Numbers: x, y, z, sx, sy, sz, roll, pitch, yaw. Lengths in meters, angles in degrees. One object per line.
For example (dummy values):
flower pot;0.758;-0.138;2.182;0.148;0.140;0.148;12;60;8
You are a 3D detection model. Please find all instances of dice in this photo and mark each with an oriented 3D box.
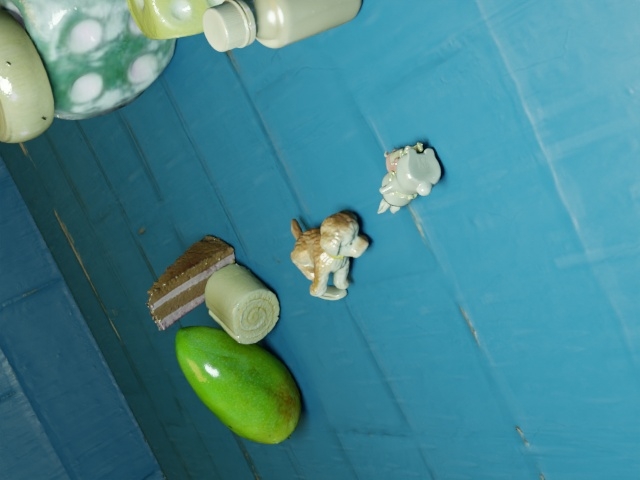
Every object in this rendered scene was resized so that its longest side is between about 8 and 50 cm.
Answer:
dice;-0.262;-0.471;1.592;0.169;0.170;0.166;32;139;56
dice;-0.524;-0.489;1.843;0.330;0.328;0.348;48;147;24

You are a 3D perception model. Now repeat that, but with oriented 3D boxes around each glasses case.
glasses case;0.024;0.109;1.789;0.083;0.032;0.021;3;120;56

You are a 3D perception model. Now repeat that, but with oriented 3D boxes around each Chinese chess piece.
Chinese chess piece;-0.632;-0.325;1.712;0.273;0.102;0.273;37;142;36

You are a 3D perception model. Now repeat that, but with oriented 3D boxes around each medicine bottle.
medicine bottle;-0.060;-0.355;1.316;0.114;0.252;0.114;36;142;36

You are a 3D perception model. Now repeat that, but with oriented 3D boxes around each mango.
mango;-0.200;0.338;2.092;0.201;0.225;0.382;-38;109;27

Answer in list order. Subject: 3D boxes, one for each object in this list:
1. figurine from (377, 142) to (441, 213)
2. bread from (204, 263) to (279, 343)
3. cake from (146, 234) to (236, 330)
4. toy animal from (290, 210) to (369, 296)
figurine;0.141;-0.104;1.418;0.146;0.081;0.098;147;138;-65
bread;-0.187;0.149;2.046;0.141;0.134;0.148;37;132;43
cake;-0.302;0.098;2.066;0.113;0.295;0.115;5;123;33
toy animal;0.004;-0.013;1.659;0.183;0.104;0.185;57;155;22
